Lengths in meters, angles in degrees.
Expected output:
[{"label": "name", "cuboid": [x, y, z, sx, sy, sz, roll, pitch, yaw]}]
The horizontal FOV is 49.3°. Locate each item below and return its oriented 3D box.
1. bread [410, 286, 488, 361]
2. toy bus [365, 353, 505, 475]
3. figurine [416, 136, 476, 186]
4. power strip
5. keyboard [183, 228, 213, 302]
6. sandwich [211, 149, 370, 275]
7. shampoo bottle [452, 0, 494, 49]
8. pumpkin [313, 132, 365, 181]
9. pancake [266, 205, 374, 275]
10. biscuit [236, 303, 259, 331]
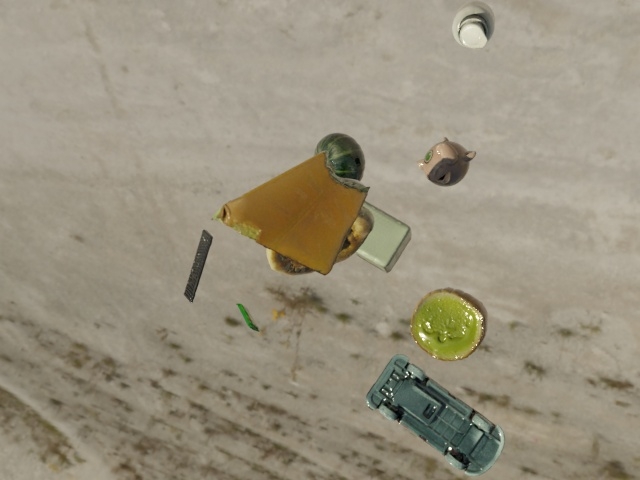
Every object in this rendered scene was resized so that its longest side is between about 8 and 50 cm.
[{"label": "bread", "cuboid": [0.391, 0.254, 2.123, 0.236, 0.235, 0.070, 13, -174, 20]}, {"label": "toy bus", "cuboid": [0.223, 0.338, 1.357, 0.265, 0.121, 0.120, 34, 176, 7]}, {"label": "figurine", "cuboid": [0.319, -0.198, 1.776, 0.125, 0.125, 0.138, 32, -178, -23]}, {"label": "power strip", "cuboid": [0.130, -0.024, 1.979, 0.224, 0.139, 0.140, 31, 177, 13]}, {"label": "keyboard", "cuboid": [-0.344, 0.073, 1.962, 0.013, 0.204, 0.061, 11, -165, -34]}, {"label": "sandwich", "cuboid": [-0.048, -0.077, 1.246, 0.228, 0.198, 0.155, 26, -177, -4]}, {"label": "shampoo bottle", "cuboid": [0.264, -0.369, 1.210, 0.074, 0.192, 0.073, 6, 116, 13]}, {"label": "pumpkin", "cuboid": [0.052, -0.212, 1.906, 0.125, 0.167, 0.167, 4, 166, -27]}, {"label": "pancake", "cuboid": [0.000, -0.001, 1.630, 0.283, 0.049, 0.282, -19, 149, -12]}, {"label": "biscuit", "cuboid": [-0.189, 0.198, 1.813, 0.089, 0.016, 0.046, 57, -174, 30]}]
